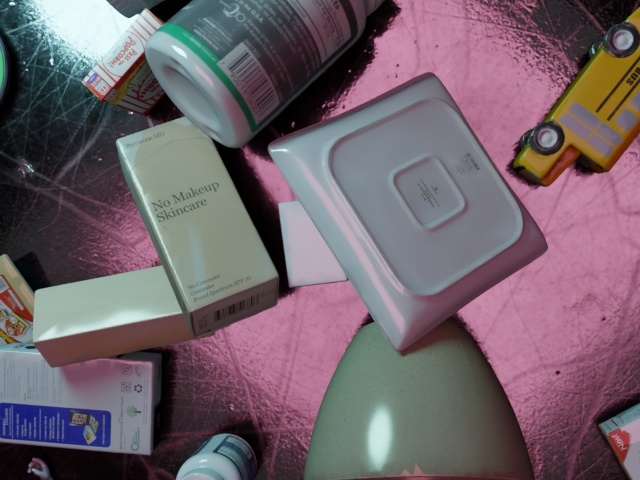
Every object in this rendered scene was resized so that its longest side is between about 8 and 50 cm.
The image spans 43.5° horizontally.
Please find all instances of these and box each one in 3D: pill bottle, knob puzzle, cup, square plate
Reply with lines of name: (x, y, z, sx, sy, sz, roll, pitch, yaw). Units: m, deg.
pill bottle: (-0.170, 0.382, 1.277, 0.108, 0.180, 0.108, 0, 92, 8)
knob puzzle: (-0.567, 0.141, 1.391, 0.213, 0.030, 0.213, 1, 103, 5)
pill bottle: (-0.064, -0.325, 1.189, 0.204, 0.204, 0.361, 44, 74, 4)
cup: (0.139, 0.249, 1.191, 0.331, 0.331, 0.237, -3, 68, 7)
square plate: (0.148, -0.066, 1.186, 0.344, 0.049, 0.347, -29, 83, -29)

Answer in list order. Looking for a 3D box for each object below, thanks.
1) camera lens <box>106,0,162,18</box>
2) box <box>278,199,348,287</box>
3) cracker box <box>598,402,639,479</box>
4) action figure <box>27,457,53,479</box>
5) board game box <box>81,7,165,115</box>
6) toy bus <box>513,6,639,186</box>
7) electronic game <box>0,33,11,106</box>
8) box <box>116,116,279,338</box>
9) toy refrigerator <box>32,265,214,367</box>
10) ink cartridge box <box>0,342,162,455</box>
camera lens: (-0.254, -0.507, 1.240, 0.274, 0.219, 0.219, -36, 87, 7)
box: (0.000, 0.000, 1.248, 0.091, 0.170, 0.130, -7, 90, 8)
cracker box: (0.576, 0.306, 1.237, 0.232, 0.067, 0.156, -30, 87, 8)
action figure: (-0.494, 0.516, 1.290, 0.370, 0.248, 0.276, -10, 91, 10)
board game box: (-0.276, -0.275, 1.264, 0.045, 0.193, 0.147, 44, 97, 4)
toy bus: (0.438, -0.218, 1.219, 0.130, 0.108, 0.333, 37, 95, 3)
electronic game: (-0.644, -0.294, 1.383, 0.229, 0.048, 0.229, 0, 92, 7)
box: (-0.190, -0.026, 1.232, 0.148, 0.121, 0.311, -23, 68, -15)
toy refrigerator: (-0.314, 0.120, 1.297, 0.269, 0.094, 0.102, -11, 53, -3)
ink cartridge box: (-0.437, 0.263, 1.354, 0.332, 0.065, 0.165, 4, 98, 3)
